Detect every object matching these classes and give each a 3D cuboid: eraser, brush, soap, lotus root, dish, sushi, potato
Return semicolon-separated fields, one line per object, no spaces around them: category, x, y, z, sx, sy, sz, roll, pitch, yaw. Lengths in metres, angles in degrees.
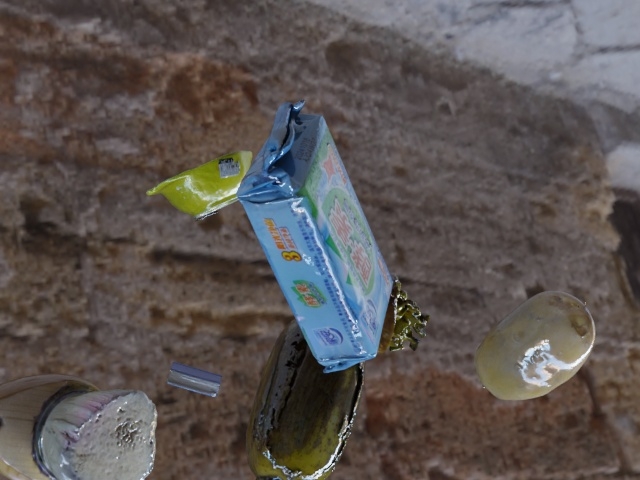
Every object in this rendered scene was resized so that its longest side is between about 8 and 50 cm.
eraser;-0.202;0.223;1.679;0.085;0.027;0.063;16;-178;-4
brush;-0.383;0.279;1.505;0.166;0.174;0.267;-1;166;45
soap;0.000;0.000;1.126;0.077;0.156;0.293;-13;121;21
lotus root;-0.022;0.290;1.990;0.196;0.397;0.179;25;153;-17
dish;-0.191;-0.086;1.782;0.208;0.080;0.149;-25;179;-26
sushi;0.123;0.164;2.301;0.179;0.166;0.296;-2;136;-20
potato;0.284;0.142;1.377;0.109;0.118;0.178;39;120;-12
